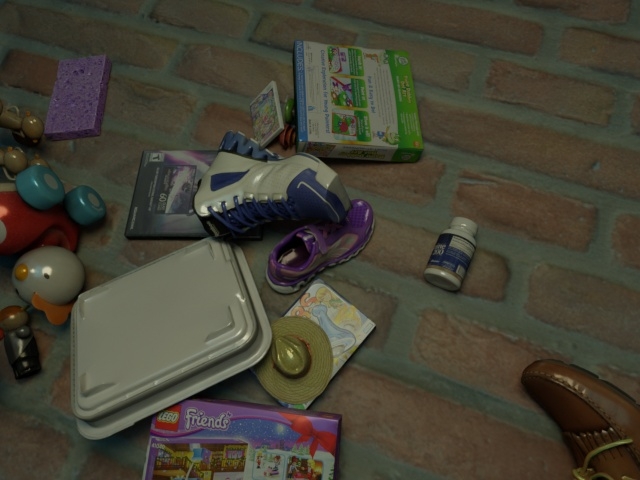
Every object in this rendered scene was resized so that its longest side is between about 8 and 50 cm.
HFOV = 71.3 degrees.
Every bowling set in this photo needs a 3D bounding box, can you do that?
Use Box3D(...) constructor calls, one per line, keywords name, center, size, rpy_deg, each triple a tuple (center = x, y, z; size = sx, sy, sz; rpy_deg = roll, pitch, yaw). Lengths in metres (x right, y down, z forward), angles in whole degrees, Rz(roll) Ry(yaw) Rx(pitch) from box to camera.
Box3D(name="bowling set", center=(-0.613, -0.198, 0.904), size=(0.154, 0.287, 0.200), rpy_deg=(17, 37, 5))

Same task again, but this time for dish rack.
Box3D(name="dish rack", center=(-0.269, 0.131, 0.745), size=(0.332, 0.072, 0.286), rpy_deg=(-24, 48, -6))

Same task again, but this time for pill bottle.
Box3D(name="pill bottle", center=(0.233, 0.021, 0.785), size=(0.067, 0.067, 0.120), rpy_deg=(23, 72, 14))

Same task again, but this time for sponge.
Box3D(name="sponge", center=(-0.553, -0.329, 1.022), size=(0.117, 0.031, 0.210), rpy_deg=(-4, 68, 4))

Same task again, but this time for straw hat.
Box3D(name="straw hat", center=(-0.047, 0.185, 0.712), size=(0.144, 0.061, 0.145), rpy_deg=(-2, 69, 6))

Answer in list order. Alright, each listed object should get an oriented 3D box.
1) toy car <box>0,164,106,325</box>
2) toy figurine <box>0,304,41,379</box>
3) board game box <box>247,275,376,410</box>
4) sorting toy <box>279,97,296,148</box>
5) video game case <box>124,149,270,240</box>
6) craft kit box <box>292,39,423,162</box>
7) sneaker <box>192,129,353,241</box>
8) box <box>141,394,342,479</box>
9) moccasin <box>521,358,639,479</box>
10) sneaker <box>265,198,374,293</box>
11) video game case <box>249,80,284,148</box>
Box3D(name="toy car", center=(-0.501, 0.034, 0.784), size=(0.219, 0.210, 0.238), rpy_deg=(-28, 74, 5))
Box3D(name="toy figurine", center=(-0.599, 0.182, 0.726), size=(0.212, 0.209, 0.148), rpy_deg=(-24, 79, -4))
Box3D(name="board game box", center=(-0.020, 0.179, 0.764), size=(0.136, 0.035, 0.201), rpy_deg=(38, 77, 18))
Box3D(name="sorting toy", center=(-0.052, -0.237, 0.921), size=(0.042, 0.061, 0.102), rpy_deg=(13, 93, 10))
Box3D(name="video game case", center=(-0.244, -0.094, 0.902), size=(0.274, 0.026, 0.196), rpy_deg=(0, 68, 7))
Box3D(name="craft kit box", center=(0.069, -0.281, 0.897), size=(0.246, 0.061, 0.250), rpy_deg=(1, 68, -8))
Box3D(name="sneaker", center=(-0.108, -0.066, 0.775), size=(0.315, 0.127, 0.182), rpy_deg=(25, 72, 36))
Box3D(name="box", center=(-0.121, 0.353, 0.674), size=(0.293, 0.057, 0.201), rpy_deg=(4, 78, 10))
Box3D(name="moccasin", center=(0.420, 0.337, 0.614), size=(0.146, 0.139, 0.380), rpy_deg=(-32, 78, -17))
Box3D(name="sneaker", center=(0.000, 0.000, 0.798), size=(0.236, 0.105, 0.095), rpy_deg=(-36, 68, -10))
Box3D(name="video game case", center=(-0.114, -0.260, 0.932), size=(0.087, 0.011, 0.122), rpy_deg=(-32, 60, 40))
